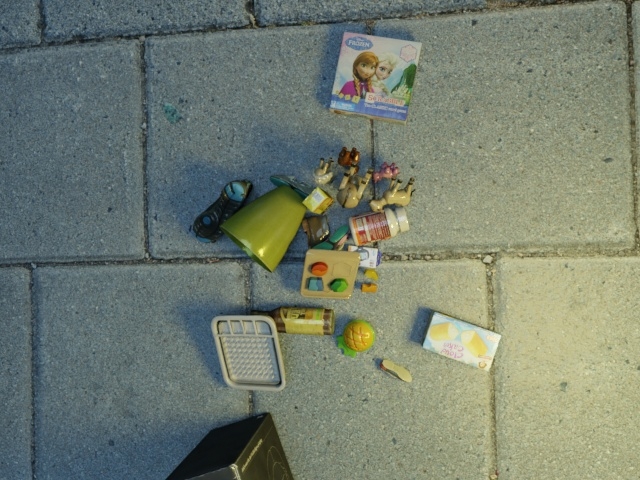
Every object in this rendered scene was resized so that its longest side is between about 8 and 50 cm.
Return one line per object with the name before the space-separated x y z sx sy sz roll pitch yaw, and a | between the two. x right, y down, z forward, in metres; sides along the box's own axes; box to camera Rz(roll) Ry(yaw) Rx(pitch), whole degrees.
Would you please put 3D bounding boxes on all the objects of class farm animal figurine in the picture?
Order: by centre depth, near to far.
farm animal figurine | 0.161 -0.202 1.788 0.330 0.327 0.172 34 126 21

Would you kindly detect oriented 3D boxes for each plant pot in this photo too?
plant pot | -0.197 -0.071 1.850 0.275 0.275 0.293 40 79 6

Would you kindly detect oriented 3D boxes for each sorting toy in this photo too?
sorting toy | 0.083 0.142 1.827 0.307 0.041 0.229 4 125 -8

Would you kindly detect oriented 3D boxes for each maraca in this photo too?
maraca | 0.140 0.393 1.870 0.127 0.099 0.185 50 120 13

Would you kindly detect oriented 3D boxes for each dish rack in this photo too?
dish rack | -0.279 0.442 1.882 0.285 0.072 0.333 -4 105 19

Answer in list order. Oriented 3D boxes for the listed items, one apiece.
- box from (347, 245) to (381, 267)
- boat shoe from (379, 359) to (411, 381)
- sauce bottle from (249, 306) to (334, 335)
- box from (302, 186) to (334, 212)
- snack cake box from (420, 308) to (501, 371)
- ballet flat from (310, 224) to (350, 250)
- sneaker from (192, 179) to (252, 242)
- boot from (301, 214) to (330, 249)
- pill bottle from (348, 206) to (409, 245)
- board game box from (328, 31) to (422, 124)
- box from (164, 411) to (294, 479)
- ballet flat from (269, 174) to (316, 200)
box | 0.177 0.067 1.901 0.136 0.028 0.081 6 90 9
boat shoe | 0.300 0.527 1.873 0.137 0.049 0.043 30 135 4
sauce bottle | -0.117 0.324 1.893 0.344 0.111 0.111 1 89 8
box | -0.002 -0.152 1.822 0.087 0.232 0.058 -45 83 6
snack cake box | 0.542 0.387 1.820 0.264 0.089 0.152 18 91 7
ballet flat | 0.043 0.027 1.862 0.221 0.079 0.077 -40 45 -24
sneaker | -0.396 -0.119 1.937 0.125 0.139 0.341 46 114 -4
boot | 0.000 0.000 1.897 0.106 0.082 0.219 -18 85 9
pill bottle | 0.231 -0.061 1.848 0.221 0.121 0.121 -14 88 7
board game box | 0.219 -0.653 1.883 0.319 0.066 0.318 11 91 7
box | -0.291 0.974 1.723 0.297 0.480 0.471 -19 87 7
ballet flat | -0.106 -0.227 1.929 0.213 0.072 0.068 29 66 6
